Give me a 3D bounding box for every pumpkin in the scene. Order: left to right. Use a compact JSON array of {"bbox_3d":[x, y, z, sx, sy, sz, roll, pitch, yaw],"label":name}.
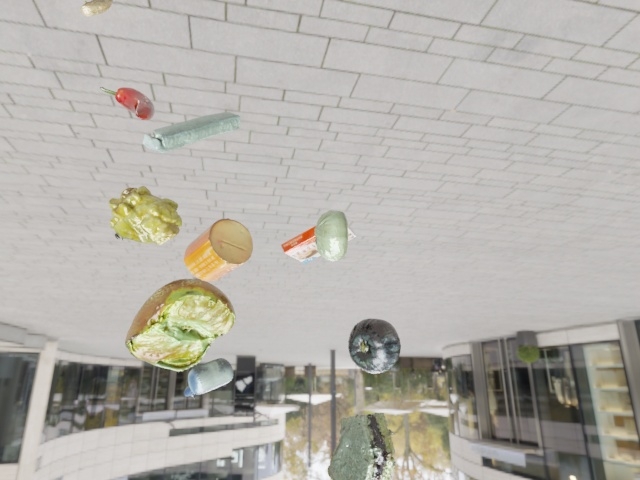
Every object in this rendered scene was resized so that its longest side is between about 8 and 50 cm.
[{"bbox_3d":[0.222,0.438,1.845,0.163,0.233,0.233,4,164,-45],"label":"pumpkin"}]

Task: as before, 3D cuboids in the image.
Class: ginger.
[{"bbox_3d":[-0.644,-0.706,1.141,0.258,0.149,0.065,45,137,-14],"label":"ginger"}]

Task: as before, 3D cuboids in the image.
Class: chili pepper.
[{"bbox_3d":[-0.712,-0.530,1.687,0.368,0.092,0.137,31,-171,39],"label":"chili pepper"}]

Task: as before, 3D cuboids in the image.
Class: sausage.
[{"bbox_3d":[-0.482,0.050,2.081,0.233,0.233,0.287,14,151,-37],"label":"sausage"}]

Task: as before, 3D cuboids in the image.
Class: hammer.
[{"bbox_3d":[-0.314,0.377,1.165,0.116,0.070,0.194,-12,157,-45],"label":"hammer"}]

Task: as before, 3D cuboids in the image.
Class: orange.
[{"bbox_3d":[-0.428,0.254,1.359,0.262,0.335,0.196,35,-172,-28],"label":"orange"}]

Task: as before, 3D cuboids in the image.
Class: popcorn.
[{"bbox_3d":[-0.681,-0.089,1.706,0.286,0.215,0.252,0,152,31],"label":"popcorn"}]

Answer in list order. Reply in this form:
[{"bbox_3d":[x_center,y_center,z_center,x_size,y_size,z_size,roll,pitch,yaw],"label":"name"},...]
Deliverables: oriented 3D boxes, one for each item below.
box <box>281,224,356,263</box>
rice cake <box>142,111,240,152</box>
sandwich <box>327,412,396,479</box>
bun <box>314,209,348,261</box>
[{"bbox_3d":[0.000,0.000,1.870,0.273,0.048,0.265,-29,161,10],"label":"box"},{"bbox_3d":[-0.373,-0.327,1.313,0.066,0.063,0.336,24,-146,26],"label":"rice cake"},{"bbox_3d":[0.161,0.815,1.683,0.131,0.326,0.262,15,-179,-26],"label":"sandwich"},{"bbox_3d":[0.037,-0.022,1.631,0.118,0.196,0.195,1,162,-3],"label":"bun"}]
